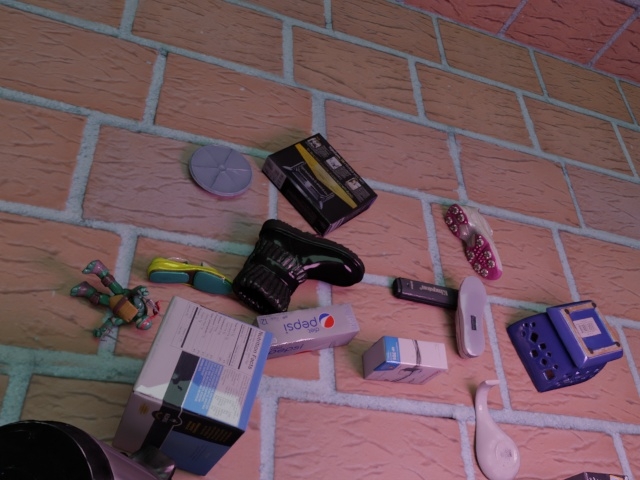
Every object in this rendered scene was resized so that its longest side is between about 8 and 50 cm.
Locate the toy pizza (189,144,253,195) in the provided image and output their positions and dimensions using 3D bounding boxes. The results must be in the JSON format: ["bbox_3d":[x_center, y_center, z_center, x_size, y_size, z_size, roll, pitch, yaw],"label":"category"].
[{"bbox_3d":[-0.309,-0.215,1.852,0.202,0.032,0.201,13,54,-18],"label":"toy pizza"}]

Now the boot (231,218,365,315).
[{"bbox_3d":[-0.056,0.112,1.671,0.348,0.131,0.260,22,48,-6],"label":"boot"}]

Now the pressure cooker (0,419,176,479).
[{"bbox_3d":[-0.432,0.534,1.021,0.370,0.420,0.375,-19,52,0],"label":"pressure cooker"}]

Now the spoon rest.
[{"bbox_3d":[0.489,0.537,1.677,0.137,0.084,0.276,4,69,-21],"label":"spoon rest"}]

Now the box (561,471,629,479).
[{"bbox_3d":[0.663,0.704,1.515,0.142,0.247,0.163,11,53,-16],"label":"box"}]

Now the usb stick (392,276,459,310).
[{"bbox_3d":[0.360,0.173,1.883,0.278,0.045,0.077,13,53,-16],"label":"usb stick"}]

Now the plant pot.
[{"bbox_3d":[0.777,0.318,1.868,0.236,0.212,0.235,-5,60,-28],"label":"plant pot"}]

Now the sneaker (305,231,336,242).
[{"bbox_3d":[0.000,0.000,1.841,0.120,0.047,0.057,14,41,-18],"label":"sneaker"}]

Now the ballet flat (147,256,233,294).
[{"bbox_3d":[-0.344,0.086,1.598,0.231,0.077,0.077,11,40,-16],"label":"ballet flat"}]

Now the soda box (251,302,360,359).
[{"bbox_3d":[-0.044,0.245,1.605,0.287,0.098,0.091,-5,58,-29],"label":"soda box"}]

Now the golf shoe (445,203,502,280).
[{"bbox_3d":[0.561,-0.005,2.065,0.140,0.115,0.306,-8,62,-33],"label":"golf shoe"}]

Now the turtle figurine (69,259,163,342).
[{"bbox_3d":[-0.488,0.161,1.450,0.234,0.118,0.175,38,90,6],"label":"turtle figurine"}]

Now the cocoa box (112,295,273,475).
[{"bbox_3d":[-0.277,0.324,1.275,0.228,0.347,0.231,23,50,-10],"label":"cocoa box"}]

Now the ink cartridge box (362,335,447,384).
[{"bbox_3d":[0.232,0.333,1.645,0.191,0.139,0.082,11,55,-18],"label":"ink cartridge box"}]

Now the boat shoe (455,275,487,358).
[{"bbox_3d":[0.452,0.237,1.835,0.095,0.084,0.258,16,64,-9],"label":"boat shoe"}]

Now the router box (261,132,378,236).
[{"bbox_3d":[-0.001,-0.188,1.945,0.243,0.081,0.309,-31,74,-37],"label":"router box"}]
